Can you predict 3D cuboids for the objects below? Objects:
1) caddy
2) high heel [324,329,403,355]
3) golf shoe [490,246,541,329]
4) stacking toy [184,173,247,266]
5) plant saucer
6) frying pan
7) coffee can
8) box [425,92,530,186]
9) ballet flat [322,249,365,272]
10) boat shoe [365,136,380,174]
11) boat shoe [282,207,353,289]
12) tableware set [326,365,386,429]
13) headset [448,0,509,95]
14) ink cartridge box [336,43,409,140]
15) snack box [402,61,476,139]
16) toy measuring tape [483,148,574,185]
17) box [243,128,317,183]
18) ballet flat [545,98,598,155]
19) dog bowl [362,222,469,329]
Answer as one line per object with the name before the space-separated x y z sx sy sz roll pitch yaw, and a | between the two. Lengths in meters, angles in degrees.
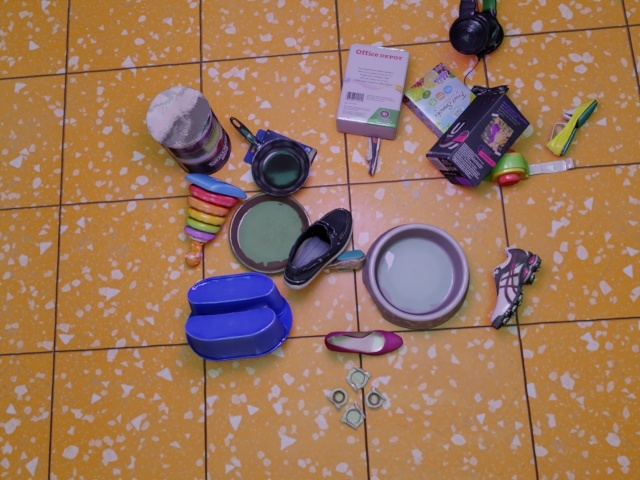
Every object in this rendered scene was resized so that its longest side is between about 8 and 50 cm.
caddy | -0.260 0.242 1.744 0.341 0.179 0.241 -7 56 3
high heel | 0.134 0.310 1.730 0.244 0.117 0.082 5 78 5
golf shoe | 0.583 0.149 1.757 0.120 0.105 0.273 26 75 24
stacking toy | -0.381 -0.056 1.840 0.166 0.175 0.301 24 99 36
plant saucer | -0.165 -0.024 1.860 0.278 0.041 0.278 -1 78 4
frying pan | -0.189 -0.265 1.870 0.326 0.053 0.197 22 82 10
coffee can | -0.419 -0.346 1.823 0.202 0.275 0.201 -1 79 4
box | 0.495 -0.319 1.785 0.143 0.165 0.270 42 87 -19
ballet flat | 0.043 0.075 1.811 0.206 0.067 0.073 -2 36 3
boat shoe | 0.172 -0.284 1.887 0.043 0.049 0.137 7 76 8
boat shoe | -0.004 -0.002 1.753 0.127 0.113 0.340 32 60 22
tableware set | 0.110 0.488 1.745 0.169 0.020 0.141 -43 79 -6
headset | 0.545 -0.680 1.857 0.185 0.243 0.394 10 109 32
ink cartridge box | 0.177 -0.500 1.896 0.201 0.117 0.278 10 79 6
snack box | 0.410 -0.467 1.899 0.174 0.070 0.207 -41 81 -6
toy measuring tape | 0.665 -0.243 1.813 0.330 0.121 0.121 -6 78 2
box | -0.141 -0.289 1.916 0.225 0.036 0.136 23 81 9
ballet flat | 0.823 -0.384 1.856 0.077 0.077 0.231 32 84 26
dog bowl | 0.305 0.104 1.771 0.349 0.102 0.348 -1 79 4
